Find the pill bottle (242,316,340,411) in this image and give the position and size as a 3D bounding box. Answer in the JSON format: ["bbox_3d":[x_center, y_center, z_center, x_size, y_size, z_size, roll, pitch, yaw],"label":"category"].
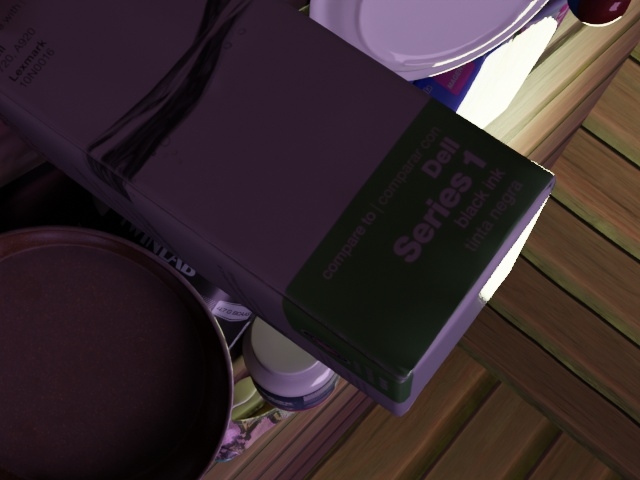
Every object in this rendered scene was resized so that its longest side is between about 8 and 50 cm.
[{"bbox_3d":[-0.030,0.123,1.164,0.108,0.108,0.180,-48,167,-13],"label":"pill bottle"}]

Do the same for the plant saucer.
[{"bbox_3d":[-0.128,0.070,0.541,0.168,0.168,0.029,-54,-169,12],"label":"plant saucer"}]

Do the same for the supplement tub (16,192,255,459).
[{"bbox_3d":[-0.095,0.024,0.605,0.190,0.117,0.117,-54,168,13],"label":"supplement tub"}]

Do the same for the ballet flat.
[{"bbox_3d":[-0.075,0.195,1.329,0.221,0.077,0.079,-33,139,-56],"label":"ballet flat"}]

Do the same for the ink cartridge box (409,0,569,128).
[{"bbox_3d":[0.151,-0.165,1.096,0.311,0.065,0.185,-36,160,-47],"label":"ink cartridge box"}]

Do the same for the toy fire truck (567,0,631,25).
[{"bbox_3d":[0.272,-0.290,0.791,0.302,0.169,0.253,-42,154,-39],"label":"toy fire truck"}]

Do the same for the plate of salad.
[{"bbox_3d":[0.082,-0.183,0.710,0.200,0.048,0.200,-19,150,-11],"label":"plate of salad"}]

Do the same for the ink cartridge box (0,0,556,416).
[{"bbox_3d":[-0.030,-0.031,0.435,0.092,0.219,0.160,-53,169,-8],"label":"ink cartridge box"}]
